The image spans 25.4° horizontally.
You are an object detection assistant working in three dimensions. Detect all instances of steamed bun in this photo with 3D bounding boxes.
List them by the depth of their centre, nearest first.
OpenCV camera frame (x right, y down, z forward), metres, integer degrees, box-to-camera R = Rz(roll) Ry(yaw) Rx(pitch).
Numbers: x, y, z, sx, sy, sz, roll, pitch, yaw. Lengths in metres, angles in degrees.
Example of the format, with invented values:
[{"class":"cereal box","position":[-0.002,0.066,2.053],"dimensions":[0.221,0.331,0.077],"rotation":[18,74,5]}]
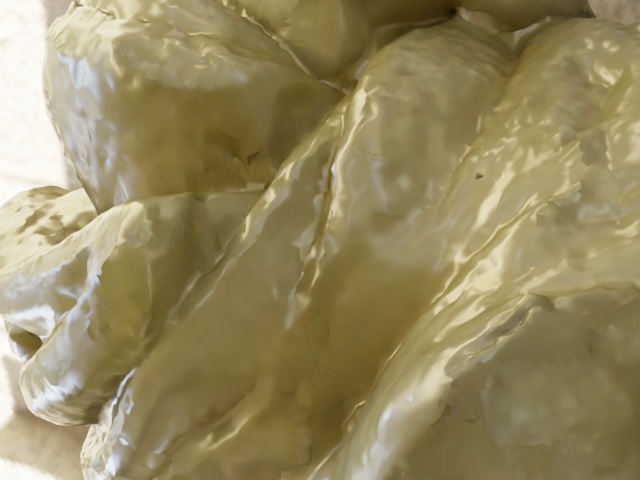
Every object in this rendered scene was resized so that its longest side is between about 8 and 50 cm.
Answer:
[{"class":"steamed bun","position":[-0.003,0.001,0.596],"dimensions":[0.325,0.230,0.372],"rotation":[-58,41,31]}]
